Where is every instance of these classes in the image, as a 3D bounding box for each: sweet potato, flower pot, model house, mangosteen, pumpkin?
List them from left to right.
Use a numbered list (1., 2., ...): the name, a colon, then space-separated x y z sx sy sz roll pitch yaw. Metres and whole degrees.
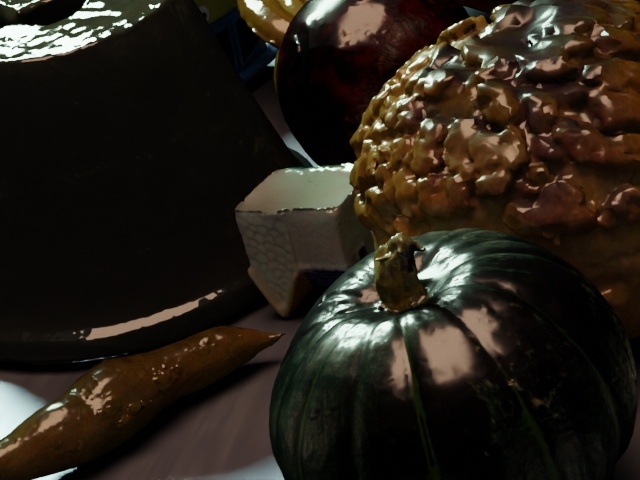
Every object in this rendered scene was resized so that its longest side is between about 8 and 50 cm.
1. flower pot: -0.188 -0.092 1.679 0.379 0.251 0.379 -10 26 5
2. sweet potato: -0.149 0.119 1.462 0.274 0.067 0.067 -26 30 -26
3. model house: 0.000 0.000 1.569 0.101 0.100 0.088 -1 27 32
4. mangosteen: 0.051 -0.142 1.714 0.210 0.209 0.210 -11 28 6
5. pumpkin: 0.080 0.089 1.251 0.250 0.216 0.250 -19 21 8

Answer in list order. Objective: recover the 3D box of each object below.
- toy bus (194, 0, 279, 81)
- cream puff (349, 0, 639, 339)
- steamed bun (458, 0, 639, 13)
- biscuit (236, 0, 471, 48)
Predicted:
1. toy bus: -0.201 -0.246 2.046 0.288 0.175 0.138 9 35 36
2. cream puff: 0.191 -0.070 1.476 0.343 0.231 0.327 -16 24 -4
3. steamed bun: 0.218 -0.347 1.934 0.379 0.235 0.248 12 29 16
4. biscuit: 0.043 -0.225 1.931 0.262 0.037 0.262 13 29 -7
